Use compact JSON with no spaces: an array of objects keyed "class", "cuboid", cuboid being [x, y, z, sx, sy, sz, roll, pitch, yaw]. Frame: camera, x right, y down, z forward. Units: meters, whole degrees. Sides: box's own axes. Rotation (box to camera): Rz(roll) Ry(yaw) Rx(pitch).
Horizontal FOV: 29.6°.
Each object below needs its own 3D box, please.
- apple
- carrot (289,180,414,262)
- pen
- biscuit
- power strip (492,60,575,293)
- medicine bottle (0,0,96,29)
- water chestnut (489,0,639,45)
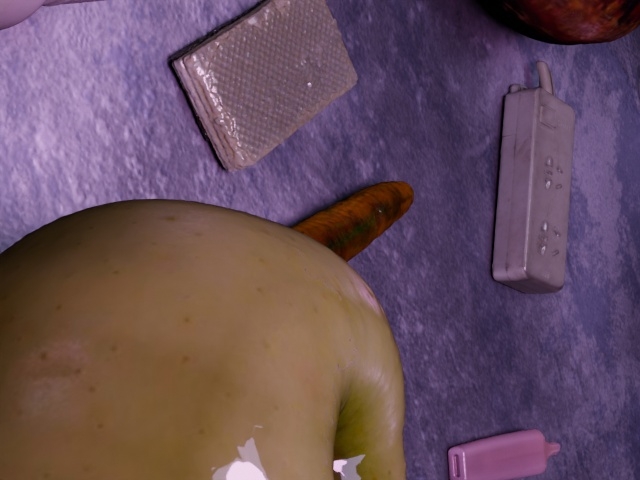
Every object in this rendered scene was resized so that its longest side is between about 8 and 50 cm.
[{"class":"apple","cuboid":[-0.114,0.142,0.792,0.357,0.357,0.357,9,78,-47]},{"class":"carrot","cuboid":[0.000,0.000,1.151,0.314,0.066,0.066,-31,108,-49]},{"class":"pen","cuboid":[0.214,0.242,1.366,0.197,0.032,0.053,3,82,-45]},{"class":"biscuit","cuboid":[-0.045,-0.158,1.133,0.199,0.041,0.121,-43,118,-42]},{"class":"power strip","cuboid":[0.255,-0.084,1.442,0.093,0.053,0.288,20,71,-44]},{"class":"medicine bottle","cuboid":[-0.265,-0.233,0.778,0.340,0.208,0.208,-18,97,-47]},{"class":"water chestnut","cuboid":[0.308,-0.389,1.357,0.350,0.302,0.350,9,77,-42]}]
